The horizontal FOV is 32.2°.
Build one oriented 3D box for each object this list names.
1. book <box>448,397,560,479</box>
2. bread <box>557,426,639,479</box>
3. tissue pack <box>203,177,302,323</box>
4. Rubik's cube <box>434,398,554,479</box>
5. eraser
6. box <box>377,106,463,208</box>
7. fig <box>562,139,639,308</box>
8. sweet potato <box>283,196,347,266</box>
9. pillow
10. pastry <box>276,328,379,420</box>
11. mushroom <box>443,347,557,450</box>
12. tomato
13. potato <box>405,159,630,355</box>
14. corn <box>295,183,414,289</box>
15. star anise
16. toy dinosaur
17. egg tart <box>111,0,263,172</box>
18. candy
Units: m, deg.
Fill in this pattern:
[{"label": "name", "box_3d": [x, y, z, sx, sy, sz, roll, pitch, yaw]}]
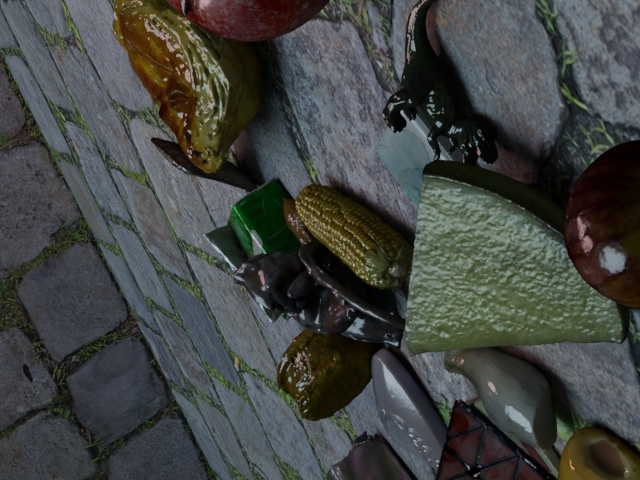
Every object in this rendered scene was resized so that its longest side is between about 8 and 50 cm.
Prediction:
[{"label": "book", "box_3d": [0.285, 0.310, 1.691, 0.162, 0.022, 0.232, 54, 159, 4]}, {"label": "bread", "box_3d": [0.372, 0.375, 1.493, 0.142, 0.091, 0.305, 36, 152, 35]}, {"label": "tissue pack", "box_3d": [-0.091, 0.030, 1.979, 0.209, 0.156, 0.148, 54, 162, 9]}, {"label": "Rubik's cube", "box_3d": [0.263, 0.353, 1.718, 0.178, 0.211, 0.190, 49, -153, -57]}, {"label": "eraser", "box_3d": [0.140, 0.294, 1.950, 0.204, 0.059, 0.243, 26, 146, 56]}, {"label": "box", "box_3d": [0.178, -0.043, 1.410, 0.285, 0.044, 0.142, 53, 155, 12]}, {"label": "fig", "box_3d": [0.291, -0.022, 1.027, 0.148, 0.149, 0.202, 30, -169, -26]}, {"label": "sweet potato", "box_3d": [0.000, 0.000, 1.864, 0.206, 0.060, 0.068, 42, -168, 15]}, {"label": "pillow", "box_3d": [-0.200, -0.130, 1.993, 0.131, 0.038, 0.233, 39, -166, 36]}, {"label": "pastry", "box_3d": [0.013, 0.226, 1.966, 0.103, 0.189, 0.188, 44, 155, 30]}, {"label": "mushroom", "box_3d": [0.243, 0.200, 1.532, 0.225, 0.093, 0.116, 35, 163, 42]}, {"label": "tomato", "box_3d": [-0.079, -0.367, 1.274, 0.270, 0.227, 0.270, 25, 128, 37]}, {"label": "potato", "box_3d": [0.238, 0.044, 1.267, 0.255, 0.112, 0.269, 19, 130, 23]}, {"label": "corn", "box_3d": [0.049, -0.011, 1.686, 0.260, 0.091, 0.091, 42, 129, 47]}, {"label": "star anise", "box_3d": [0.034, 0.087, 1.749, 0.359, 0.139, 0.316, 19, 179, 11]}, {"label": "toy dinosaur", "box_3d": [0.160, -0.185, 1.283, 0.187, 0.087, 0.179, 42, 122, 1]}, {"label": "egg tart", "box_3d": [-0.210, -0.282, 1.806, 0.339, 0.153, 0.351, 51, 159, 20]}, {"label": "candy", "box_3d": [0.108, 0.507, 2.227, 0.195, 0.137, 0.185, 52, 159, 22]}]
